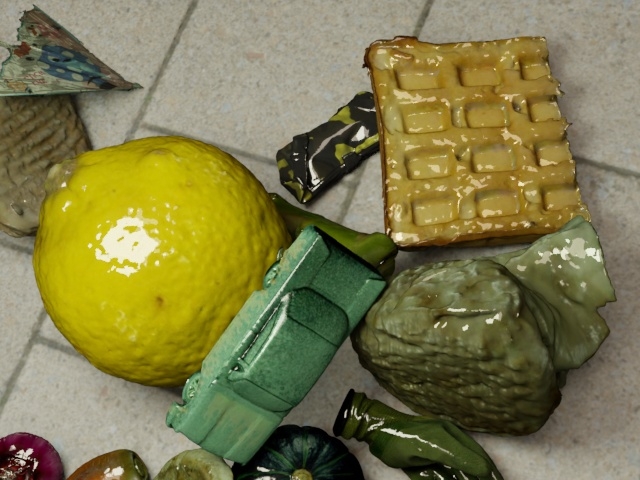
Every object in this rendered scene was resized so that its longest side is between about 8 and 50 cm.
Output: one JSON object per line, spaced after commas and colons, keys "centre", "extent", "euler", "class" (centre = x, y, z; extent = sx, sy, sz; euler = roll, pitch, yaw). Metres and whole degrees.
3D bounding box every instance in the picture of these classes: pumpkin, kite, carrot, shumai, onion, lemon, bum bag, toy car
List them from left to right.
{"centre": [-0.532, -0.110, 1.747], "extent": [0.262, 0.267, 0.314], "euler": [-27, 31, 33], "class": "shumai"}
{"centre": [-0.437, 0.337, 1.567], "extent": [0.115, 0.104, 0.115], "euler": [-1, 85, 5], "class": "onion"}
{"centre": [-0.474, -0.308, 1.781], "extent": [0.368, 0.014, 0.406], "euler": [16, 28, -15], "class": "kite"}
{"centre": [-0.341, 0.371, 1.544], "extent": [0.193, 0.087, 0.087], "euler": [-31, 66, 3], "class": "carrot"}
{"centre": [-0.225, 0.024, 1.498], "extent": [0.350, 0.387, 0.350], "euler": [-37, 33, 30], "class": "lemon"}
{"centre": [-0.057, 0.141, 1.374], "extent": [0.320, 0.141, 0.097], "euler": [-53, 32, 3], "class": "toy car"}
{"centre": [-0.029, 0.342, 1.448], "extent": [0.194, 0.150, 0.194], "euler": [-5, 65, 11], "class": "pumpkin"}
{"centre": [0.032, -0.154, 1.680], "extent": [0.232, 0.060, 0.106], "euler": [-36, 71, -9], "class": "bum bag"}
{"centre": [0.223, 0.085, 1.457], "extent": [0.330, 0.292, 0.288], "euler": [-3, 49, 45], "class": "shumai"}

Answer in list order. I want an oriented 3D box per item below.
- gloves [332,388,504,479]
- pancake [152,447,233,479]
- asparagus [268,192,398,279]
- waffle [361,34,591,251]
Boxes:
{"centre": [0.141, 0.289, 1.451], "extent": [0.268, 0.135, 0.107], "euler": [36, 56, 10], "class": "gloves"}
{"centre": [-0.189, 0.405, 1.452], "extent": [0.253, 0.037, 0.253], "euler": [-22, 60, 45], "class": "pancake"}
{"centre": [0.001, -0.001, 1.577], "extent": [0.343, 0.085, 0.082], "euler": [23, 78, 50], "class": "asparagus"}
{"centre": [0.223, -0.148, 1.595], "extent": [0.304, 0.077, 0.348], "euler": [-4, 66, -1], "class": "waffle"}
